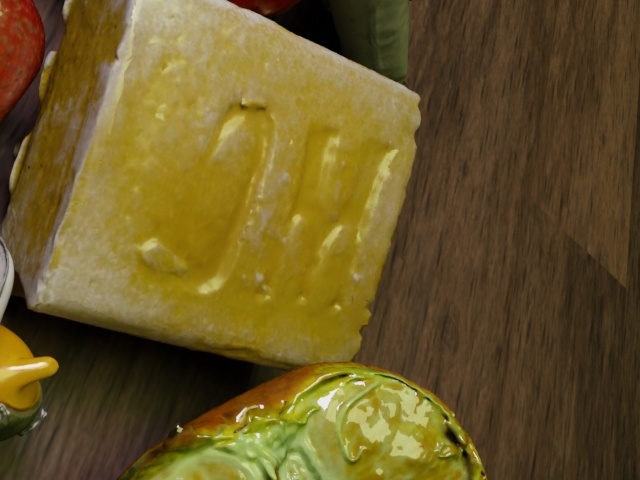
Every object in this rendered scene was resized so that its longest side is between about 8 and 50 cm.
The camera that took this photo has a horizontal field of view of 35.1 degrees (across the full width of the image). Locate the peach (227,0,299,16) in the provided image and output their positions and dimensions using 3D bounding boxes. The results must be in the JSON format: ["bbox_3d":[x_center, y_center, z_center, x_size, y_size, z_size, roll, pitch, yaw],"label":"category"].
[{"bbox_3d":[-0.122,-0.371,0.967,0.281,0.281,0.338,-33,117,-47],"label":"peach"}]

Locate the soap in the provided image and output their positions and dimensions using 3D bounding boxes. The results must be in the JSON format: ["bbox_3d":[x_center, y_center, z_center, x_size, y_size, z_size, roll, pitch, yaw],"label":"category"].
[{"bbox_3d":[-0.091,-0.050,0.900,0.335,0.156,0.293,20,89,-38],"label":"soap"}]

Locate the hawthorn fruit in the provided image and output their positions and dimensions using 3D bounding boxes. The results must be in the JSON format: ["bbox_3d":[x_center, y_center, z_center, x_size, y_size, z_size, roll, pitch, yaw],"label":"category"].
[{"bbox_3d":[-0.308,-0.128,0.794,0.163,0.163,0.203,21,75,-38],"label":"hawthorn fruit"}]

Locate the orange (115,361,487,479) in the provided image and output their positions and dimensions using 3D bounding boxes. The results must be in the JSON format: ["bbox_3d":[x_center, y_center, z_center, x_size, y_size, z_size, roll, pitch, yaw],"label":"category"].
[{"bbox_3d":[-0.027,0.255,0.836,0.335,0.196,0.262,-30,81,-30],"label":"orange"}]

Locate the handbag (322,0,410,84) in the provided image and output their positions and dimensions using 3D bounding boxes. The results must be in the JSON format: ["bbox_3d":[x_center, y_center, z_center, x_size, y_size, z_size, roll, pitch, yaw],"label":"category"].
[{"bbox_3d":[0.048,-0.316,1.164,0.316,0.109,0.253,69,10,-67],"label":"handbag"}]

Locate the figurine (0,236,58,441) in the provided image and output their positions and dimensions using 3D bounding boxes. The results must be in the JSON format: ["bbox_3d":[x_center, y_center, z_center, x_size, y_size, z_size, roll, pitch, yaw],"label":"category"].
[{"bbox_3d":[-0.299,0.121,0.730,0.250,0.166,0.141,-43,144,-22],"label":"figurine"}]
